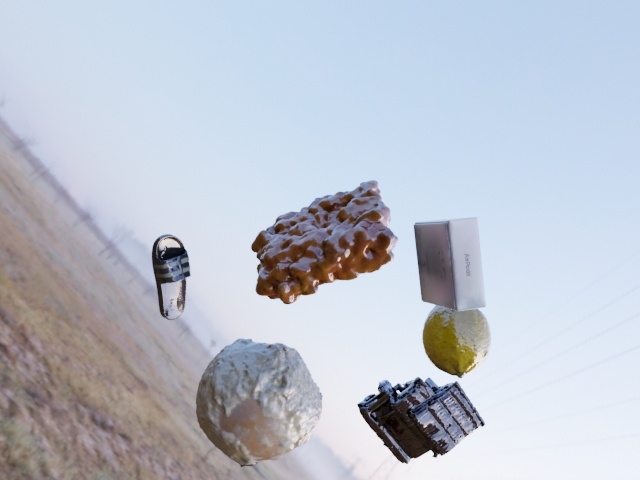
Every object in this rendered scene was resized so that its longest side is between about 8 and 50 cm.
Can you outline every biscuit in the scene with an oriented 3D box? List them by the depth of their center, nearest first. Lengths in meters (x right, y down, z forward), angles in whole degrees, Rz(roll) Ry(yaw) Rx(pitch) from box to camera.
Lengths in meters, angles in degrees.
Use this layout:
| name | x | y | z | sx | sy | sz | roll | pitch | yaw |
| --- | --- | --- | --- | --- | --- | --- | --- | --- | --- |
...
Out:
| name | x | y | z | sx | sy | sz | roll | pitch | yaw |
| --- | --- | --- | --- | --- | --- | --- | --- | --- | --- |
| biscuit | 0.000 | 0.000 | 1.322 | 0.312 | 0.318 | 0.111 | -99 | 165 | -66 |

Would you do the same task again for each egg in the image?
| name | x | y | z | sx | sy | sz | roll | pitch | yaw |
| --- | --- | --- | --- | --- | --- | --- | --- | --- | --- |
| egg | -0.131 | 0.344 | 1.361 | 0.279 | 0.279 | 0.310 | 35 | 1 | 30 |

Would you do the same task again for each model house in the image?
| name | x | y | z | sx | sy | sz | roll | pitch | yaw |
| --- | --- | --- | --- | --- | --- | --- | --- | --- | --- |
| model house | 0.335 | 0.521 | 2.004 | 0.317 | 0.282 | 0.297 | 52 | 25 | -5 |

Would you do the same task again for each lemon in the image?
| name | x | y | z | sx | sy | sz | roll | pitch | yaw |
| --- | --- | --- | --- | --- | --- | --- | --- | --- | --- |
| lemon | 0.382 | 0.274 | 1.774 | 0.192 | 0.231 | 0.192 | 3 | -25 | 2 |

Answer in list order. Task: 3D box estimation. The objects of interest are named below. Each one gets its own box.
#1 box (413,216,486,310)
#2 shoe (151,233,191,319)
| name | x | y | z | sx | sy | sz | roll | pitch | yaw |
| --- | --- | --- | --- | --- | --- | --- | --- | --- | --- |
| box | 0.191 | 0.033 | 0.950 | 0.129 | 0.051 | 0.130 | -179 | -98 | -76 |
| shoe | -0.274 | 0.074 | 1.202 | 0.049 | 0.071 | 0.179 | 20 | -62 | 37 |
